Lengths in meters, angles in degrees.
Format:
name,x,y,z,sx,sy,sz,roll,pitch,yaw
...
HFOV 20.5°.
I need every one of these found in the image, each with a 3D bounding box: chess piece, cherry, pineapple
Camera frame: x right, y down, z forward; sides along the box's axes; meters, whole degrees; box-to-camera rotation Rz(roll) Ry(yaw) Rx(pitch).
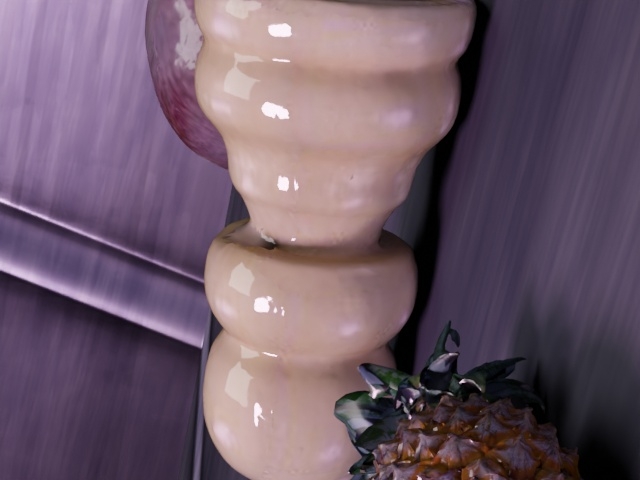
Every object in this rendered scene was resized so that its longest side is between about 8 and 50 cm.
name,x,y,z,sx,sy,sz,roll,pitch,yaw
chess piece,0.000,0.000,1.021,0.167,0.167,0.299,-109,22,-75
cherry,-0.039,-0.156,1.307,0.266,0.184,0.213,121,163,-63
pineapple,0.051,0.098,0.669,0.221,0.083,0.103,-114,34,-81
